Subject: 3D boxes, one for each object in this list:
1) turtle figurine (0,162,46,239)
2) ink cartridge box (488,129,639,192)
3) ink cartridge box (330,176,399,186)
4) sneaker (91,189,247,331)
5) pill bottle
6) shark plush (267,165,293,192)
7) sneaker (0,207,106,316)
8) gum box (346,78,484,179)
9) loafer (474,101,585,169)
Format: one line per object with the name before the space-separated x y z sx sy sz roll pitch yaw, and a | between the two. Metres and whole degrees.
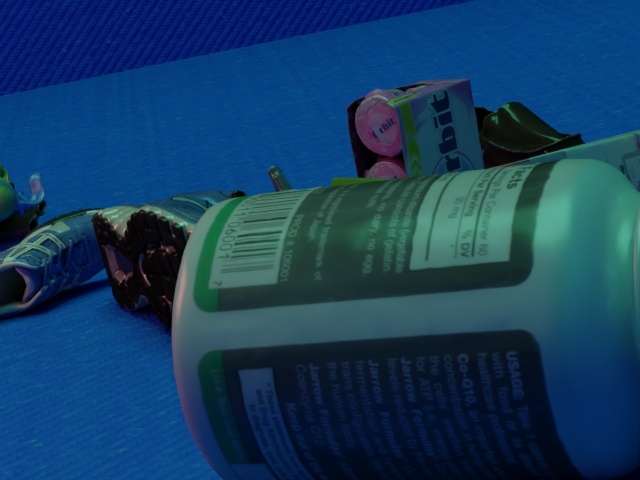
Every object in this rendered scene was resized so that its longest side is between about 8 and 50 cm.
turtle figurine | -0.482 -0.076 2.376 0.274 0.198 0.266 -12 8 -22
ink cartridge box | 0.274 -0.064 1.904 0.198 0.067 0.115 -13 1 -35
ink cartridge box | 0.147 0.033 1.631 0.255 0.097 0.189 23 -11 -38
sneaker | -0.102 0.003 1.846 0.147 0.130 0.330 -20 15 -18
pill bottle | 0.105 0.056 1.278 0.361 0.204 0.204 -5 14 24
shark plush | 0.000 0.000 1.771 0.073 0.161 0.067 -5 -32 -16
sneaker | -0.281 0.033 2.021 0.211 0.080 0.081 -26 24 -21
gum box | 0.092 -0.052 1.790 0.062 0.188 0.107 1 17 42
loafer | 0.211 -0.112 2.203 0.080 0.078 0.220 -18 14 -30
